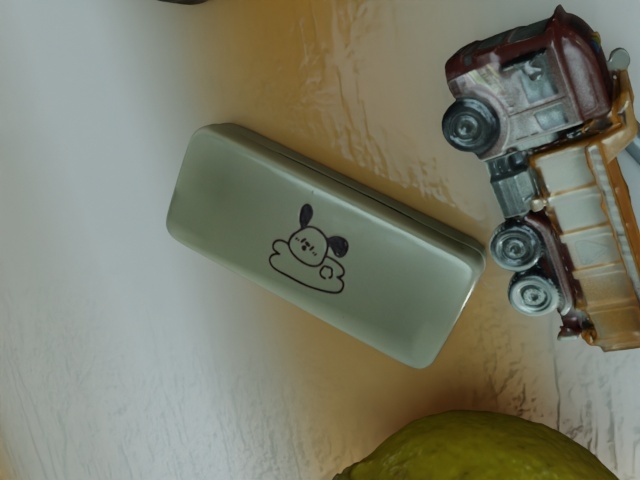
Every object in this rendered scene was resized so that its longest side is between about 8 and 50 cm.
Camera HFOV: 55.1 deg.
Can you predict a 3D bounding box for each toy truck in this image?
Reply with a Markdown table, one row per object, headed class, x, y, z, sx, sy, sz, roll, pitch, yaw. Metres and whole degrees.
| class | x | y | z | sx | sy | sz | roll | pitch | yaw |
| --- | --- | --- | --- | --- | --- | --- | --- | --- | --- |
| toy truck | 0.200 | -0.042 | 0.496 | 0.135 | 0.114 | 0.270 | -16 | 109 | 31 |

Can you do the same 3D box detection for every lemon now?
| class | x | y | z | sx | sy | sz | roll | pitch | yaw |
| --- | --- | --- | --- | --- | --- | --- | --- | --- | --- |
| lemon | 0.153 | 0.282 | 0.553 | 0.310 | 0.253 | 0.253 | 23 | 113 | 11 |

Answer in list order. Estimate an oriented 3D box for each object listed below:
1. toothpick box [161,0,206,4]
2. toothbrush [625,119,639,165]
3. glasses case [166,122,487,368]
| class | x | y | z | sx | sy | sz | roll | pitch | yaw |
| --- | --- | --- | --- | --- | --- | --- | --- | --- | --- |
| toothpick box | -0.158 | -0.270 | 0.535 | 0.111 | 0.181 | 0.111 | 5 | 107 | 17 |
| toothbrush | 0.311 | -0.031 | 0.522 | 0.030 | 0.025 | 0.342 | -39 | 91 | 31 |
| glasses case | 0.000 | 0.000 | 0.621 | 0.313 | 0.070 | 0.131 | 27 | 114 | 10 |
